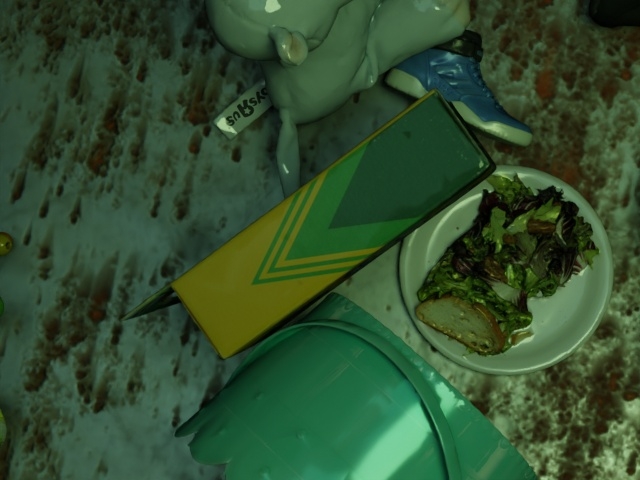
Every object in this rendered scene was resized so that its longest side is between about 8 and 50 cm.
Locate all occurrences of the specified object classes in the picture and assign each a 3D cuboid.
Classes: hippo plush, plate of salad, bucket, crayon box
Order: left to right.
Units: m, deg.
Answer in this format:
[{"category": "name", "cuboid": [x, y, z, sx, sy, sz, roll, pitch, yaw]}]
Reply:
[{"category": "hippo plush", "cuboid": [-0.033, -0.228, 1.264, 0.294, 0.236, 0.234, -44, 66, 8]}, {"category": "crayon box", "cuboid": [0.000, 0.000, 1.242, 0.323, 0.203, 0.083, -35, 87, 9]}, {"category": "bucket", "cuboid": [0.034, 0.188, 1.203, 0.281, 0.281, 0.183, 41, 83, 10]}, {"category": "plate of salad", "cuboid": [0.173, 0.025, 1.323, 0.200, 0.048, 0.199, -1, 80, 5]}]

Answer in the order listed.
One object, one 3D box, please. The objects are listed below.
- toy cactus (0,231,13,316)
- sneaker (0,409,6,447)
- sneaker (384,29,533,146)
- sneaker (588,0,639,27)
[{"category": "toy cactus", "cuboid": [-0.393, 0.028, 1.354, 0.219, 0.112, 0.180, 37, 104, 7]}, {"category": "sneaker", "cuboid": [-0.410, 0.202, 1.331, 0.240, 0.091, 0.126, -34, 61, -1]}, {"category": "sneaker", "cuboid": [0.145, -0.153, 1.348, 0.152, 0.058, 0.084, 28, 92, 15]}, {"category": "sneaker", "cuboid": [0.397, -0.212, 1.319, 0.283, 0.107, 0.124, -10, 86, 3]}]
